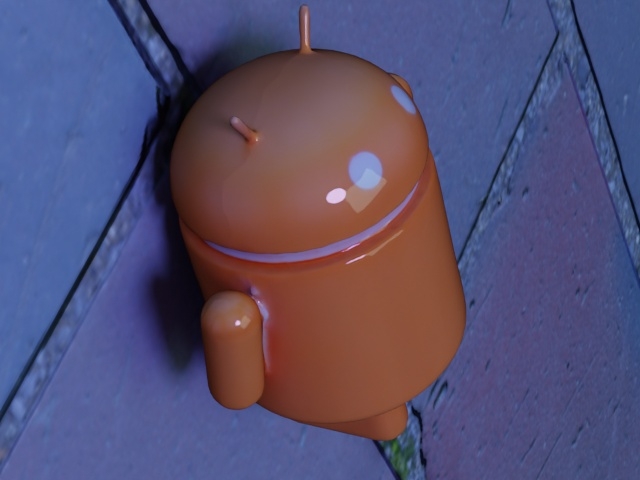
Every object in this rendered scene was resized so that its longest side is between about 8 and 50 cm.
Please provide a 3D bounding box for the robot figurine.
[{"bbox_3d":[0.000,0.001,0.887,0.158,0.128,0.219,-25,130,-11],"label":"robot figurine"}]
